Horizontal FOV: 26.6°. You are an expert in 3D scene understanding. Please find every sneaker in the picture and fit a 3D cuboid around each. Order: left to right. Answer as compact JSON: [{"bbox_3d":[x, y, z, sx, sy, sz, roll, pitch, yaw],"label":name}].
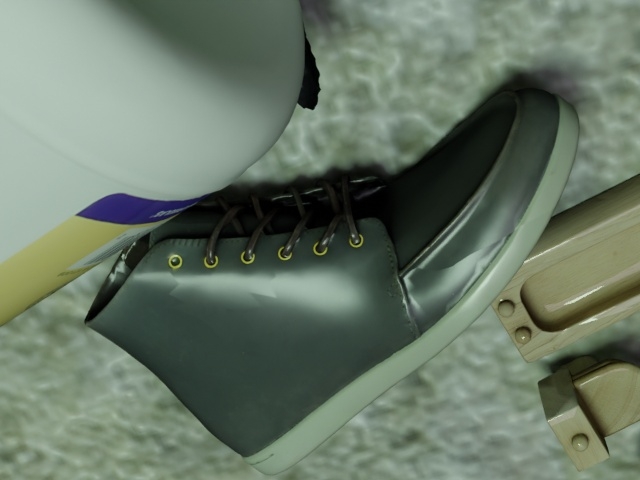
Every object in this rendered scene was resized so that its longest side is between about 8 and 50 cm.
[{"bbox_3d":[0.000,0.000,0.572,0.118,0.083,0.222,37,112,-16],"label":"sneaker"}]

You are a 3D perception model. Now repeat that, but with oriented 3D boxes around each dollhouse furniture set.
[{"bbox_3d":[0.168,0.062,0.581,0.144,0.123,0.151,-27,114,13],"label":"dollhouse furniture set"}]

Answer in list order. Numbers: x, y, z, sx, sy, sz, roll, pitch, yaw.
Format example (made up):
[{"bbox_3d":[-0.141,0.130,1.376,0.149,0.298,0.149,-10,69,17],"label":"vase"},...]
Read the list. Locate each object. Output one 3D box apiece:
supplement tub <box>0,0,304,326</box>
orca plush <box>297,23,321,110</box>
[{"bbox_3d":[-0.198,-0.054,0.448,0.331,0.241,0.241,-30,113,21],"label":"supplement tub"},{"bbox_3d":[0.078,-0.162,0.484,0.102,0.151,0.287,17,117,-43],"label":"orca plush"}]
